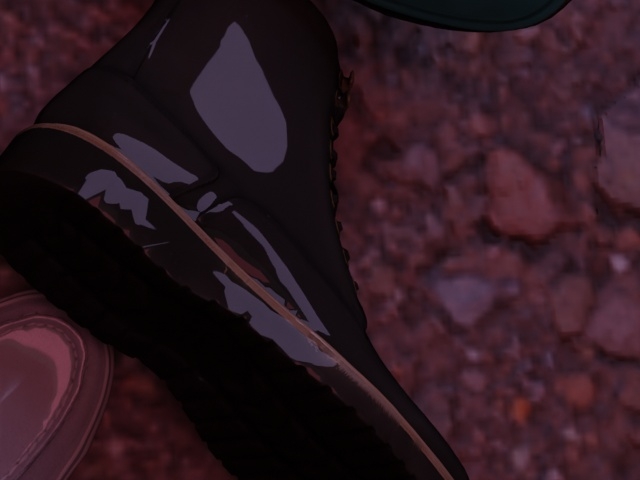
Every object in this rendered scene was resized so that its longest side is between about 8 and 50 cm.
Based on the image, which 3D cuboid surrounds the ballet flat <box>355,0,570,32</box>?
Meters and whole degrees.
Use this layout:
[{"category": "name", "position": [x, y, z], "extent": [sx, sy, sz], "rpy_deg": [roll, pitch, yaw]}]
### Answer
[{"category": "ballet flat", "position": [-0.035, -0.161, 0.626], "extent": [0.280, 0.096, 0.095], "rpy_deg": [25, 120, -5]}]

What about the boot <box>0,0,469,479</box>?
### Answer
[{"category": "boot", "position": [0.000, 0.000, 0.629], "extent": [0.198, 0.077, 0.137], "rpy_deg": [47, 50, -21]}]

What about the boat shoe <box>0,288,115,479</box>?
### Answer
[{"category": "boat shoe", "position": [-0.133, 0.082, 0.582], "extent": [0.184, 0.063, 0.066], "rpy_deg": [-38, 91, -17]}]
